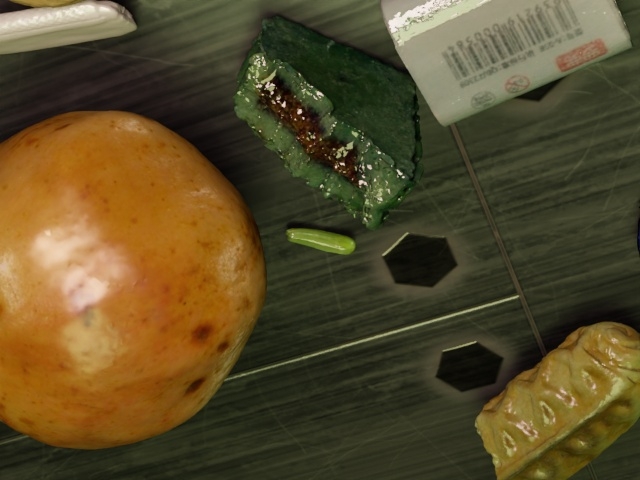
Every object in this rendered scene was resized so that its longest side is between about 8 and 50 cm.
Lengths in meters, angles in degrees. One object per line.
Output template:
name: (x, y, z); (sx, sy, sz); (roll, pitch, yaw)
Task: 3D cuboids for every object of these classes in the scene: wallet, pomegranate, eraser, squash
wallet: (-0.293, -0.228, 1.429); (0.182, 0.124, 0.032); (-10, 88, 6)
pomegranate: (-0.230, 0.033, 1.493); (0.410, 0.410, 0.410); (0, 130, 0)
eraser: (0.200, -0.235, 1.435); (0.227, 0.081, 0.174); (-21, 123, 18)
squash: (0.000, -0.001, 1.664); (0.089, 0.027, 0.027); (14, 129, -5)

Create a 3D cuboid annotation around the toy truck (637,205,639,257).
toy truck: (0.472, -0.007, 1.564); (0.161, 0.177, 0.213); (3, 129, -4)

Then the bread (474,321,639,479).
bread: (0.336, 0.216, 1.782); (0.152, 0.130, 0.268); (33, 121, -19)

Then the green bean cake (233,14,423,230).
green bean cake: (0.002, -0.128, 1.455); (0.208, 0.193, 0.107); (25, 131, -18)

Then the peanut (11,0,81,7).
peanut: (-0.180, -0.333, 1.298); (0.387, 0.192, 0.170); (-13, 84, 19)
